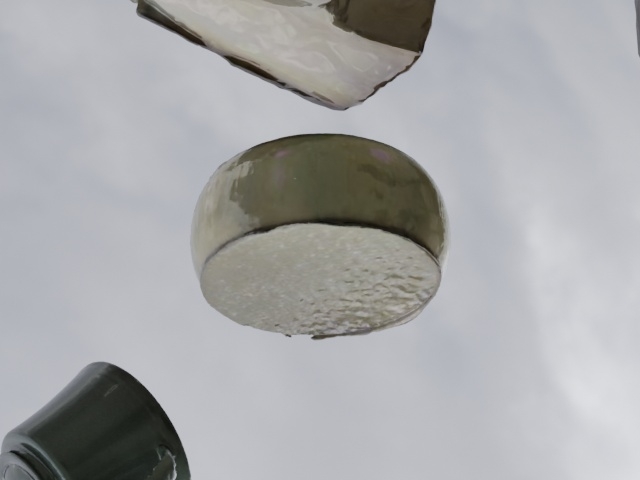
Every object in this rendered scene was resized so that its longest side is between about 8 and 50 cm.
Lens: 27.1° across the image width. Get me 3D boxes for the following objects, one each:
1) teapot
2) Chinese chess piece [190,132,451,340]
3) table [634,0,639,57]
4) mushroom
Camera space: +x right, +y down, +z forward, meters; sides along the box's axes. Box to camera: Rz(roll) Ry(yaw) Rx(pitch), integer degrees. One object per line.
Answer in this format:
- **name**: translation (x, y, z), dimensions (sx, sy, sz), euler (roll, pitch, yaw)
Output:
- **teapot**: translation (-0.215, 0.209, 1.163), dimensions (0.149, 0.239, 0.162), euler (-27, -75, -37)
- **Chinese chess piece**: translation (0.000, 0.000, 0.620), dimensions (0.122, 0.122, 0.051), euler (23, -127, -36)
- **table**: translation (0.351, -0.116, 0.720), dimensions (0.317, 0.249, 0.317), euler (7, -108, -23)
- **mushroom**: translation (-0.031, -0.203, 0.707), dimensions (0.236, 0.162, 0.173), euler (23, -109, -11)
